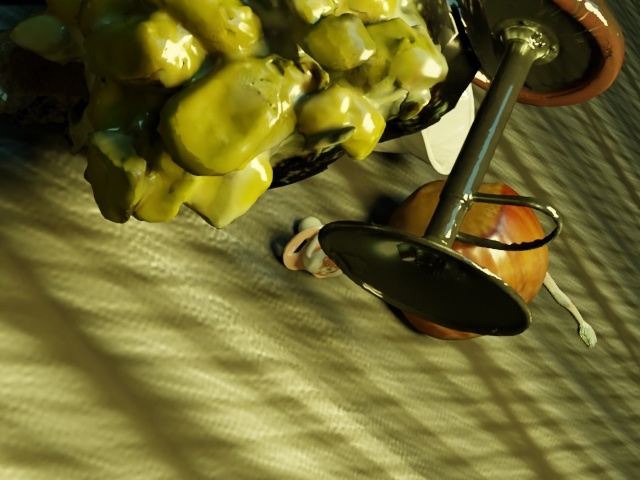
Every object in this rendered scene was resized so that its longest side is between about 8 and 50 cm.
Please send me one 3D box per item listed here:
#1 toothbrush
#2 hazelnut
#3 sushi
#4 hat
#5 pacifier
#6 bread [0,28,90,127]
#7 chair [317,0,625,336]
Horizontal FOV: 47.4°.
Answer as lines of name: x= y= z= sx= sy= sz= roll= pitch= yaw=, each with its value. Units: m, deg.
toothbrush: x=0.410 y=0.087 z=1.266 sx=0.269 sy=0.021 sz=0.027 roll=50 pitch=37 yaw=-17
hazelnut: x=0.178 y=0.019 z=0.942 sx=0.210 sy=0.210 sz=0.186 roll=7 pitch=37 yaw=-45
sushi: x=-0.071 y=-0.187 z=0.570 sx=0.285 sy=0.327 sz=0.329 roll=-29 pitch=105 yaw=-59
hat: x=0.116 y=-0.184 z=0.975 sx=0.203 sy=0.126 sz=0.203 roll=6 pitch=83 yaw=-60
pacifier: x=0.000 y=0.000 z=0.833 sx=0.099 sy=0.081 sz=0.078 roll=21 pitch=30 yaw=-40
bread: x=-0.252 y=-0.138 z=0.627 sx=0.113 sy=0.060 sz=0.082 roll=-3 pitch=75 yaw=-50
chair: x=0.177 y=-0.125 z=0.773 sx=0.226 sy=0.226 sz=0.401 roll=36 pitch=70 yaw=-31
